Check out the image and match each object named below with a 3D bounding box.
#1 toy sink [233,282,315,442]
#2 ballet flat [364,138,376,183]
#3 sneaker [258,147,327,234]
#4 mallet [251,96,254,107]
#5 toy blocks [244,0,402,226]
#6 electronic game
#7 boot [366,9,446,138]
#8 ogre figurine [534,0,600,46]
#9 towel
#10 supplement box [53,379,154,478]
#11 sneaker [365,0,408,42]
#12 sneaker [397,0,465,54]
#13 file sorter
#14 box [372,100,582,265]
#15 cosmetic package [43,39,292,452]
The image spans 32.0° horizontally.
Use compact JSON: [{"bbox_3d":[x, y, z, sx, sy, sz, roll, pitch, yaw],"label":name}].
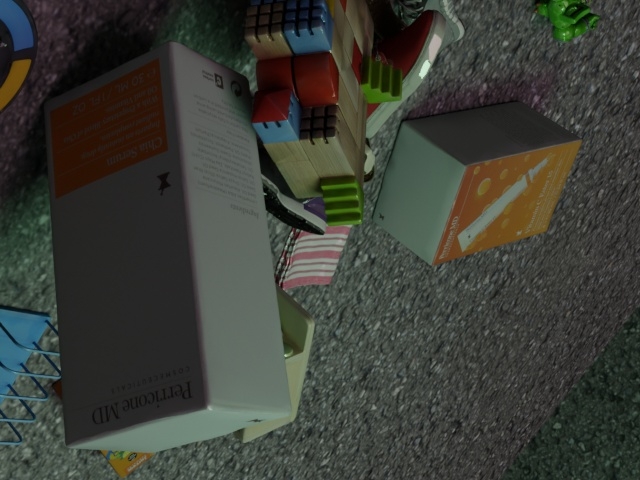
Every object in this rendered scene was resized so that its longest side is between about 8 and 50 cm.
[{"bbox_3d":[-0.120,0.204,1.930,0.131,0.153,0.234,-19,136,-37],"label":"toy sink"},{"bbox_3d":[0.059,-0.176,1.851,0.072,0.068,0.213,-38,143,-18],"label":"ballet flat"},{"bbox_3d":[-0.065,-0.116,1.767,0.283,0.107,0.124,37,72,-56],"label":"sneaker"},{"bbox_3d":[-0.150,-0.199,1.628,0.190,0.039,0.062,10,115,-56],"label":"mallet"},{"bbox_3d":[-0.014,-0.245,1.463,0.261,0.191,0.381,58,32,-58],"label":"toy blocks"},{"bbox_3d":[-0.428,-0.201,1.274,0.229,0.048,0.229,-32,151,-20],"label":"electronic game"},{"bbox_3d":[0.060,-0.275,1.657,0.176,0.088,0.244,28,131,-15],"label":"boot"},{"bbox_3d":[0.456,-0.442,2.031,0.118,0.097,0.197,-47,159,-25],"label":"ogre figurine"},{"bbox_3d":[0.000,0.000,1.983,0.144,0.029,0.197,-7,127,-46],"label":"towel"},{"bbox_3d":[-0.349,0.294,1.821,0.078,0.080,0.233,-37,146,-15],"label":"supplement box"},{"bbox_3d":[0.078,-0.343,1.717,0.064,0.086,0.192,-48,115,-14],"label":"sneaker"},{"bbox_3d":[0.149,-0.346,1.783,0.132,0.086,0.229,-48,147,0],"label":"sneaker"},{"bbox_3d":[-0.448,0.194,1.592,0.118,0.104,0.170,18,107,-54],"label":"file sorter"},{"bbox_3d":[0.295,-0.114,2.086,0.345,0.168,0.215,-15,132,-40],"label":"box"},{"bbox_3d":[-0.196,0.014,1.374,0.230,0.453,0.161,-20,159,30],"label":"cosmetic package"}]
